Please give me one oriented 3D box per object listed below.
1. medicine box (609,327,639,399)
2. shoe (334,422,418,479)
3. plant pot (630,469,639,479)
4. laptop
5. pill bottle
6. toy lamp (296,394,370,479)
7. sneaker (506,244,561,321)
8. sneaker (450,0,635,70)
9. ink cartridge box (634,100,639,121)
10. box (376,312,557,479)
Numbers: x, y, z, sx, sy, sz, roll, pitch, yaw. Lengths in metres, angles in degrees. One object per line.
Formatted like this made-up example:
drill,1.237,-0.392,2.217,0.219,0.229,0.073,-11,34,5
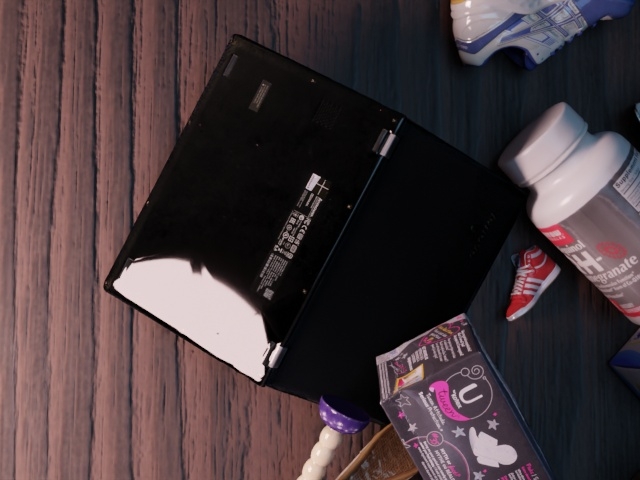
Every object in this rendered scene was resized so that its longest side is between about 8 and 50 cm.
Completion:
medicine box,0.633,0.181,1.518,0.289,0.149,0.263,-44,97,-16
shoe,0.079,0.313,1.399,0.219,0.058,0.076,-36,81,-19
plant pot,0.532,0.391,1.459,0.167,0.165,0.166,2,83,-15
laptop,0.000,0.000,1.376,0.408,0.236,0.381,29,92,17
pill bottle,0.411,-0.043,1.463,0.318,0.176,0.176,44,75,-7
toy lamp,-0.029,0.334,1.320,0.080,0.080,0.274,23,97,-12
sneaker,0.295,0.059,1.489,0.067,0.042,0.118,48,67,-11
sneaker,0.330,-0.321,1.521,0.297,0.112,0.130,-7,104,-15
ink cartridge box,0.603,-0.182,1.524,0.220,0.092,0.160,-25,92,19
box,0.191,0.244,1.297,0.142,0.163,0.247,-27,102,8
